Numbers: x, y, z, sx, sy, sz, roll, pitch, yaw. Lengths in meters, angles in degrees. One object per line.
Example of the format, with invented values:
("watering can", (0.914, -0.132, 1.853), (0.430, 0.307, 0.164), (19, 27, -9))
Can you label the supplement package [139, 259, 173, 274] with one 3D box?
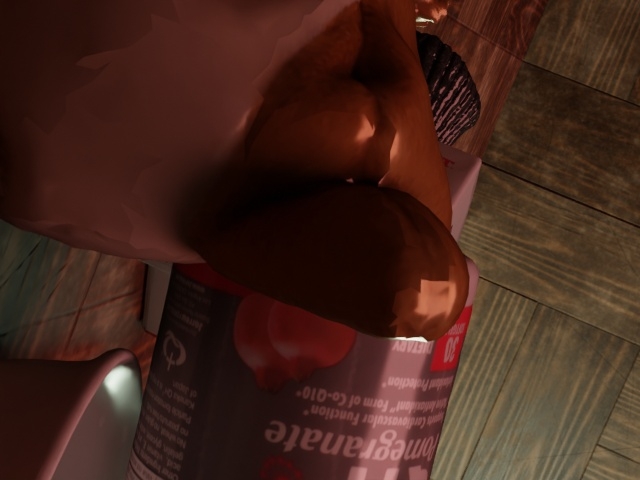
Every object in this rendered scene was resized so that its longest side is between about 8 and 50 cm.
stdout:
("supplement package", (-0.042, -0.023, 0.863), (0.105, 0.179, 0.105), (-49, 159, -54))

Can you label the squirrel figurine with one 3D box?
("squirrel figurine", (-0.030, -0.187, 0.525), (0.397, 0.281, 0.370), (-31, 132, -75))

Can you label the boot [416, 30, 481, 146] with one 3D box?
("boot", (0.091, -0.067, 1.471), (0.260, 0.131, 0.348), (-61, 166, -23))

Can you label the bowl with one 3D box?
("bowl", (-0.200, 0.184, 0.623), (0.298, 0.134, 0.297), (15, 90, -88))

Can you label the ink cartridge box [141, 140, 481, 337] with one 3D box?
("ink cartridge box", (0.000, 0.000, 1.046), (0.273, 0.197, 0.114), (-53, 163, -47))

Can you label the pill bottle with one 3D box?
("pill bottle", (-0.026, 0.143, 0.707), (0.176, 0.176, 0.318), (-8, 112, -76))
